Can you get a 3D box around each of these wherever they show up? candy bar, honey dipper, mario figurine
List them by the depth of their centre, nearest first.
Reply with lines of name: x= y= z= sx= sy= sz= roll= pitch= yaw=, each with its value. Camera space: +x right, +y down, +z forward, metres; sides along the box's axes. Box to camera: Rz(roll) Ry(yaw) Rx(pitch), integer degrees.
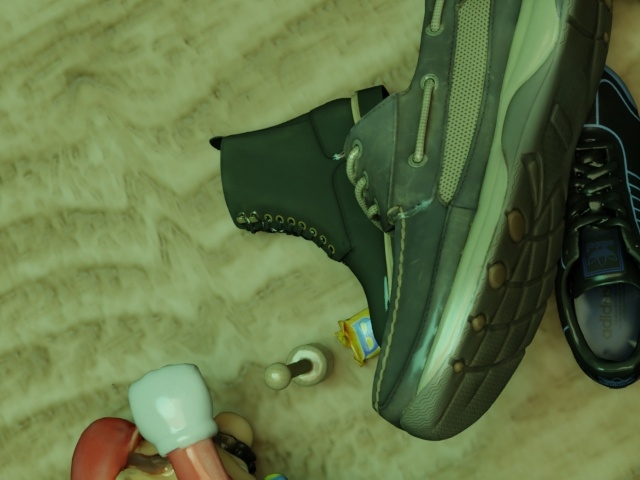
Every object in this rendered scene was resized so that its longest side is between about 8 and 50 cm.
mario figurine: x=-0.028 y=0.178 z=1.177 sx=0.320 sy=0.170 sz=0.198 roll=18 pitch=111 yaw=30
honey dipper: x=-0.015 y=0.087 z=1.181 sx=0.030 sy=0.160 sz=0.030 roll=0 pitch=88 yaw=7
candy bar: x=0.084 y=0.038 z=1.240 sx=0.161 sy=0.018 sz=0.040 roll=-30 pitch=84 yaw=6

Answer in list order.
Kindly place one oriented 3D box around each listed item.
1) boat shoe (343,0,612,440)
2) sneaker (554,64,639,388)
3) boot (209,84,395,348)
boat shoe: x=0.090 y=-0.041 z=1.134 sx=0.130 sy=0.132 sz=0.355 roll=9 pitch=68 yaw=25
sneaker: x=0.194 y=-0.015 z=1.188 sx=0.081 sy=0.090 sz=0.232 roll=-9 pitch=87 yaw=8
boot: x=0.000 y=0.000 z=1.224 sx=0.137 sy=0.077 sz=0.198 roll=-14 pitch=66 yaw=13
